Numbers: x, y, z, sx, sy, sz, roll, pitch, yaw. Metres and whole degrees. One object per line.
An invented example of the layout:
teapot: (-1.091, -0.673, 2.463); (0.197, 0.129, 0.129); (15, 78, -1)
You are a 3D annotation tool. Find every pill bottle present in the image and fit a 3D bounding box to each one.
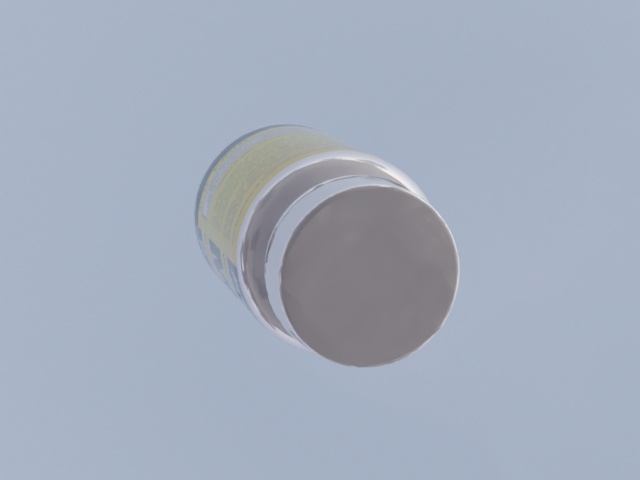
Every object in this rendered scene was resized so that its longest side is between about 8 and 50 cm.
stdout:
pill bottle: (0.000, 0.000, 0.872); (0.119, 0.208, 0.119); (-3, -79, -14)
